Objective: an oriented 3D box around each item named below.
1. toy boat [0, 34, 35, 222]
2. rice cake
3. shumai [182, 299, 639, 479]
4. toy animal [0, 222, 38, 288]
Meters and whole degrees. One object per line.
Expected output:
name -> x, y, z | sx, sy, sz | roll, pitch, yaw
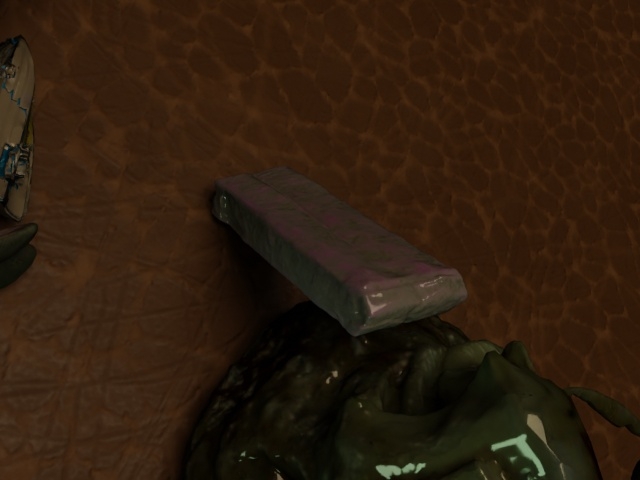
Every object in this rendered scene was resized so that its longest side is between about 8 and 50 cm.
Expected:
toy boat -> -0.288, -0.109, 0.655 | 0.085, 0.066, 0.210 | 11, 56, -18
rice cake -> -0.002, 0.000, 0.682 | 0.106, 0.298, 0.050 | -9, 117, -31
shumai -> 0.098, 0.199, 0.622 | 0.395, 0.348, 0.394 | 9, 69, -25
toy animal -> -0.317, 0.062, 0.554 | 0.125, 0.127, 0.251 | 47, 37, -18
